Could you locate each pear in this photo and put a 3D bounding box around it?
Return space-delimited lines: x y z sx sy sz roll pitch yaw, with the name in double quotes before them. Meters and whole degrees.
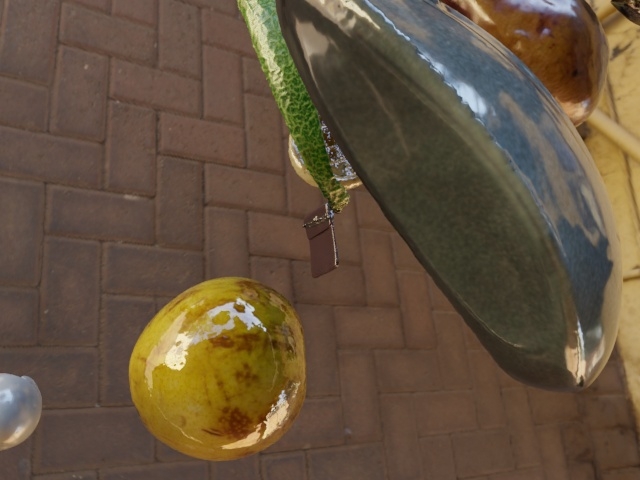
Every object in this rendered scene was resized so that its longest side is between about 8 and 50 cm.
"pear" -0.152 0.195 0.901 0.280 0.280 0.281 9 72 -29

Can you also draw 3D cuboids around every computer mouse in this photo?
"computer mouse" 0.112 -0.064 0.408 0.374 0.114 0.203 53 33 -12

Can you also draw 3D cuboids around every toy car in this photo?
"toy car" -0.386 0.207 0.682 0.112 0.139 0.112 -10 116 7

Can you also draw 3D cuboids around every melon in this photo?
"melon" -0.030 -0.151 0.641 0.053 0.114 0.262 -19 88 -7

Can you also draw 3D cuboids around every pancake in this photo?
"pancake" 0.020 -0.142 0.885 0.151 0.025 0.152 3 63 -7

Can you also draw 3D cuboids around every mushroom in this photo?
"mushroom" 0.245 -0.275 0.883 0.259 0.345 0.345 -40 99 0

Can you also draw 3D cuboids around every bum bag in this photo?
"bum bag" 0.000 0.000 1.338 0.026 0.109 0.160 8 65 -33

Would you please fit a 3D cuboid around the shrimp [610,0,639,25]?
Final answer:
"shrimp" 0.364 -0.237 0.607 0.195 0.035 0.148 15 25 -35
